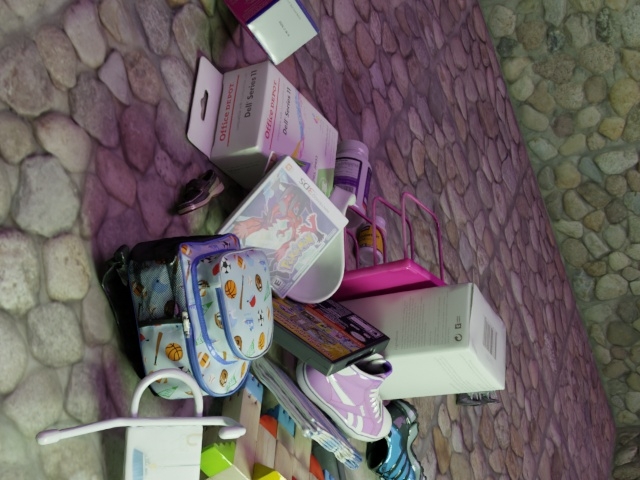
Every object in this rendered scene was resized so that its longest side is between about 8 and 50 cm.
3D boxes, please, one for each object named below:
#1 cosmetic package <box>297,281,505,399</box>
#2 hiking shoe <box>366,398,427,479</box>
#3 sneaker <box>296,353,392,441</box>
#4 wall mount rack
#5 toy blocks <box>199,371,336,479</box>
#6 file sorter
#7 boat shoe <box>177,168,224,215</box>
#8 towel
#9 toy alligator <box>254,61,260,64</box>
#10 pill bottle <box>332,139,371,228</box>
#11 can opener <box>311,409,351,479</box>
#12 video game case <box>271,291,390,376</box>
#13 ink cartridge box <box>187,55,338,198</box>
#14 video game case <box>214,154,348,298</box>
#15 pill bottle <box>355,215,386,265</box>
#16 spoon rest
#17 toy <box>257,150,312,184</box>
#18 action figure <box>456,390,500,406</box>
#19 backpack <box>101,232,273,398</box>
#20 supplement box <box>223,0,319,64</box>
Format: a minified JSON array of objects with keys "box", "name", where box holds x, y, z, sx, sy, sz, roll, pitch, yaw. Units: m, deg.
[{"box":[0.169,0.220,1.984,0.217,0.385,0.156,48,43,-48],"name":"cosmetic package"},{"box":[0.159,0.515,2.191,0.132,0.113,0.304,-17,103,-31],"name":"hiking shoe"},{"box":[0.096,0.306,1.893,0.282,0.161,0.102,41,35,-40],"name":"sneaker"},{"box":[-0.266,0.366,1.378,0.304,0.130,0.350,3,91,-23],"name":"wall mount rack"},{"box":[-0.086,0.409,1.688,0.381,0.190,0.261,50,21,-23],"name":"toy blocks"},{"box":[0.094,0.028,2.014,0.202,0.290,0.182,32,51,-54],"name":"file sorter"},{"box":[-0.223,-0.088,1.726,0.049,0.056,0.152,66,21,-13],"name":"boat shoe"},{"box":[-0.026,0.324,1.805,0.209,0.034,0.285,47,-2,32],"name":"towel"},{"box":[-0.076,-0.310,2.062,0.190,0.051,0.056,59,34,-33],"name":"toy alligator"},{"box":[0.060,-0.133,2.193,0.108,0.108,0.193,49,41,-43],"name":"pill bottle"},{"box":[0.035,0.427,1.923,0.076,0.095,0.283,51,19,-44],"name":"can opener"},{"box":[-0.033,0.145,1.803,0.248,0.275,0.035,-11,130,-62],"name":"video game case"},{"box":[-0.105,-0.209,1.905,0.353,0.119,0.207,39,49,-50],"name":"ink cartridge box"},{"box":[-0.068,-0.025,1.769,0.183,0.023,0.201,46,75,-23],"name":"video game case"},{"box":[0.125,-0.002,2.311,0.065,0.065,0.116,54,37,-39],"name":"pill bottle"},{"box":[0.000,0.000,1.860,0.084,0.137,0.276,106,7,-59],"name":"spoon rest"},{"box":[-0.086,-0.046,1.821,0.137,0.056,0.237,9,106,-56],"name":"toy"},{"box":[0.430,0.327,2.724,0.185,0.099,0.285,12,67,-54],"name":"action figure"},{"box":[-0.192,0.125,1.562,0.276,0.213,0.263,-11,101,-64],"name":"backpack"},{"box":[-0.110,-0.458,1.882,0.111,0.114,0.220,50,4,-41],"name":"supplement box"}]
